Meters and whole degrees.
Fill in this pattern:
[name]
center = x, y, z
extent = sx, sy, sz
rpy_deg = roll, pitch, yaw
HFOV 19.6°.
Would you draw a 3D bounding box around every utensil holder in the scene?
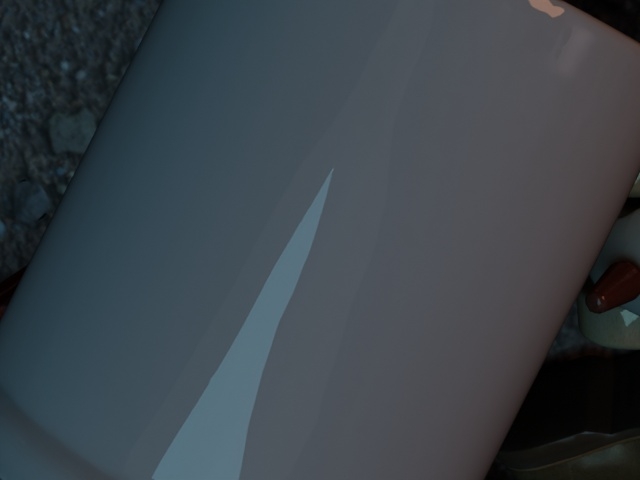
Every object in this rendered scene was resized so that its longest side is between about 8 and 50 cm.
[utensil holder]
center = 0.000, 0.000, 1.145
extent = 0.328, 0.327, 0.385
rpy_deg = 27, 98, 7

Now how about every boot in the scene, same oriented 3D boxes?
[boot]
center = 0.274, 0.131, 1.314
extent = 0.305, 0.112, 0.115
rpy_deg = -15, 126, 33

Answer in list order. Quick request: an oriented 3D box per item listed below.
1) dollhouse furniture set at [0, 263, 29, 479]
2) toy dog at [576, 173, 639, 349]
[dollhouse furniture set]
center = -0.108, 0.072, 1.420
extent = 0.374, 0.152, 0.201
rpy_deg = -30, 101, 13
[toy dog]
center = 0.299, 0.009, 1.190
extent = 0.334, 0.161, 0.220
rpy_deg = -18, 107, 30
